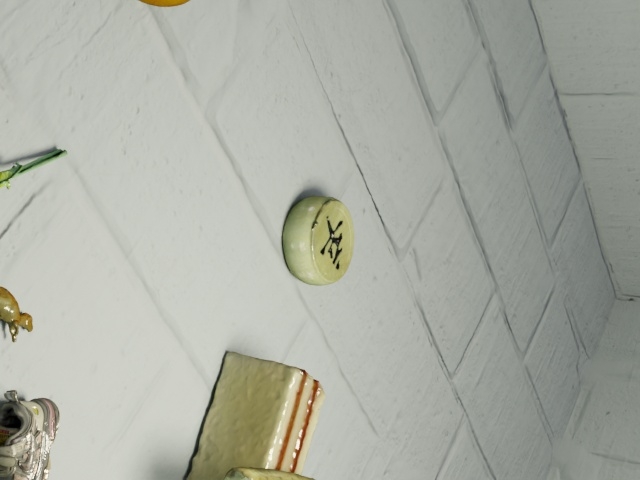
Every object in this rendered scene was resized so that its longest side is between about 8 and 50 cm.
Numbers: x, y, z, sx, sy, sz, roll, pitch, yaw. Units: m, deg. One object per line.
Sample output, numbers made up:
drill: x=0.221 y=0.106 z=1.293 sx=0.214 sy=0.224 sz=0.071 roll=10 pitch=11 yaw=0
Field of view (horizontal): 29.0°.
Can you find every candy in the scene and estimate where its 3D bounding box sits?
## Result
candy: x=-0.123 y=0.383 z=2.326 sx=0.135 sy=0.179 sz=0.320 roll=40 pitch=61 yaw=-51
candy: x=-0.467 y=-0.097 z=1.857 sx=0.262 sy=0.073 sz=0.077 roll=-38 pitch=143 yaw=-58

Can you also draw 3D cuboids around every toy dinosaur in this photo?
toy dinosaur: x=-0.485 y=0.082 z=1.867 sx=0.126 sy=0.039 sz=0.162 roll=-31 pitch=115 yaw=-63

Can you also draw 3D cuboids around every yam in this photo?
yam: x=-0.046 y=0.460 z=2.228 sx=0.371 sy=0.083 sz=0.083 roll=25 pitch=73 yaw=-55

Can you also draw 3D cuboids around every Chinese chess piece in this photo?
Chinese chess piece: x=0.000 y=0.000 z=2.563 sx=0.188 sy=0.083 sz=0.188 roll=-4 pitch=95 yaw=-58

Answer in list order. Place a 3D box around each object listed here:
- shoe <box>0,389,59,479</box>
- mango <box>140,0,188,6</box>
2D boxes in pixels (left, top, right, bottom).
shoe: x=-0.463 y=0.315 z=1.875 sx=0.092 sy=0.089 sz=0.180 roll=42 pitch=56 yaw=-52
mango: x=-0.277 y=-0.447 z=2.078 sx=0.184 sy=0.085 sz=0.102 roll=1 pitch=93 yaw=-52
